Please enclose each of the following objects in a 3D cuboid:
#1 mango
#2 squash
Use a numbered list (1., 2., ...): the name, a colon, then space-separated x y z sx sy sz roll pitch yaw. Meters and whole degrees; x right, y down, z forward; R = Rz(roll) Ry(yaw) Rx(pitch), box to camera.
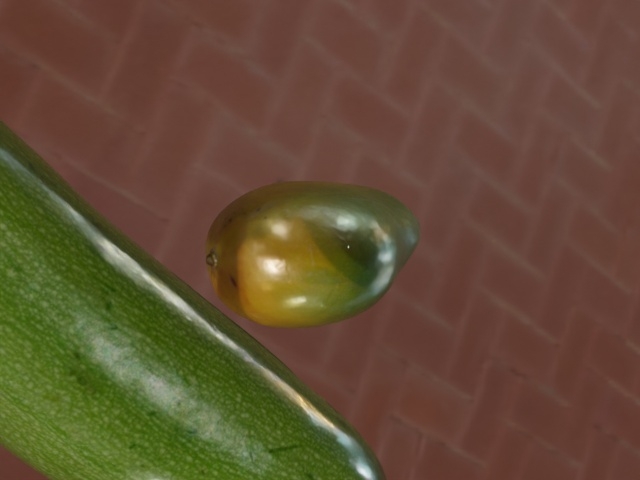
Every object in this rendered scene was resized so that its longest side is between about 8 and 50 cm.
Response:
1. mango: 0.000 0.000 1.095 0.251 0.157 0.114 -34 123 -61
2. squash: -0.115 0.033 0.543 0.395 0.107 0.107 44 64 -22
